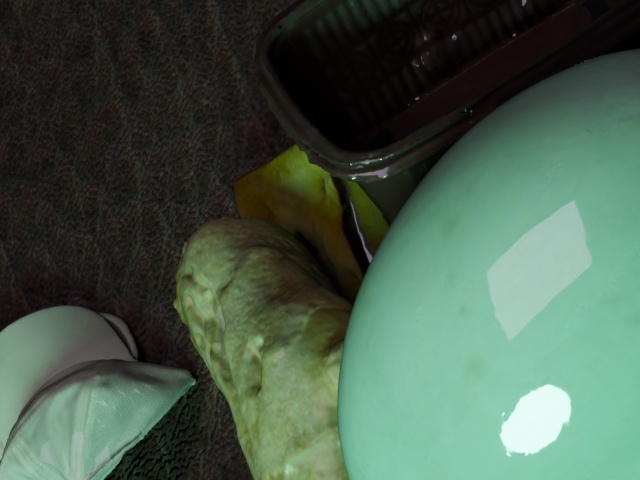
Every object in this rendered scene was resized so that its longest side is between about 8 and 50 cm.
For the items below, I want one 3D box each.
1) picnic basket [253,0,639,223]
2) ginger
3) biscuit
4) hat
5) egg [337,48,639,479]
[{"bbox_3d":[0.114,-0.128,1.388,0.297,0.129,0.222,-33,45,-3],"label":"picnic basket"},{"bbox_3d":[-0.017,0.103,1.450,0.354,0.126,0.190,-123,32,-43],"label":"ginger"},{"bbox_3d":[0.000,0.000,1.564,0.183,0.039,0.174,-23,88,58],"label":"biscuit"},{"bbox_3d":[-0.243,0.154,1.700,0.226,0.164,0.219,38,103,23],"label":"hat"},{"bbox_3d":[0.168,0.053,1.232,0.389,0.276,0.276,-51,47,19],"label":"egg"}]
